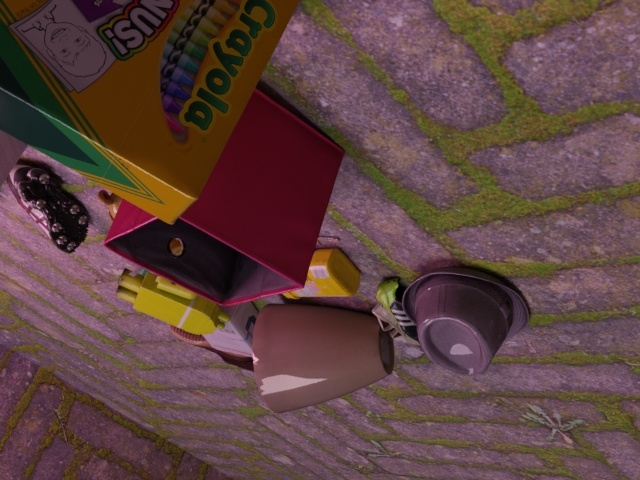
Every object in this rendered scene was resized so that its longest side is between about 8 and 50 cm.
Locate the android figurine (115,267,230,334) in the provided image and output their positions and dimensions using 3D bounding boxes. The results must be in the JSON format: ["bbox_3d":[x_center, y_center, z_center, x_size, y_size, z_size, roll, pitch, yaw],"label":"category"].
[{"bbox_3d":[-0.345,0.147,1.904,0.273,0.056,0.248,22,152,-8],"label":"android figurine"}]

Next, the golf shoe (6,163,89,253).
[{"bbox_3d":[-0.633,-0.081,1.879,0.120,0.105,0.273,25,151,31],"label":"golf shoe"}]

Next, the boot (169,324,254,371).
[{"bbox_3d":[-0.295,0.302,2.289,0.248,0.090,0.207,11,149,13],"label":"boot"}]

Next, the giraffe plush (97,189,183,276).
[{"bbox_3d":[-0.354,-0.054,1.654,0.170,0.210,0.181,46,162,19],"label":"giraffe plush"}]

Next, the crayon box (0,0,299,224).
[{"bbox_3d":[-0.223,-0.251,0.963,0.313,0.363,0.106,30,151,-14],"label":"crayon box"}]

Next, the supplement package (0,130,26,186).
[{"bbox_3d":[-0.751,-0.151,1.607,0.175,0.293,0.177,21,152,3],"label":"supplement package"}]

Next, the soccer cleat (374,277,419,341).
[{"bbox_3d":[0.186,0.148,1.688,0.072,0.060,0.179,-24,121,33],"label":"soccer cleat"}]

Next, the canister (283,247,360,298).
[{"bbox_3d":[-0.016,0.069,1.693,0.170,0.073,0.126,-3,143,37],"label":"canister"}]

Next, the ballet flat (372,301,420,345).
[{"bbox_3d":[0.164,0.188,1.783,0.168,0.052,0.057,51,-179,-35],"label":"ballet flat"}]

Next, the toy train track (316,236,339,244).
[{"bbox_3d":[0.000,0.000,1.621,0.083,0.014,0.048,2,146,34],"label":"toy train track"}]

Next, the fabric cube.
[{"bbox_3d":[-0.158,-0.071,1.324,0.254,0.258,0.259,30,152,-29],"label":"fabric cube"}]

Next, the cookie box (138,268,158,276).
[{"bbox_3d":[-0.416,0.112,2.096,0.107,0.040,0.092,4,148,31],"label":"cookie box"}]

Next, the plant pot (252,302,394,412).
[{"bbox_3d":[0.022,0.257,1.854,0.274,0.256,0.256,-8,143,19],"label":"plant pot"}]

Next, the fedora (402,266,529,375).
[{"bbox_3d":[0.276,0.175,1.571,0.243,0.124,0.275,-4,139,23],"label":"fedora"}]

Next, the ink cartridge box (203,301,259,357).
[{"bbox_3d":[-0.240,0.207,2.079,0.154,0.093,0.212,9,147,27],"label":"ink cartridge box"}]
